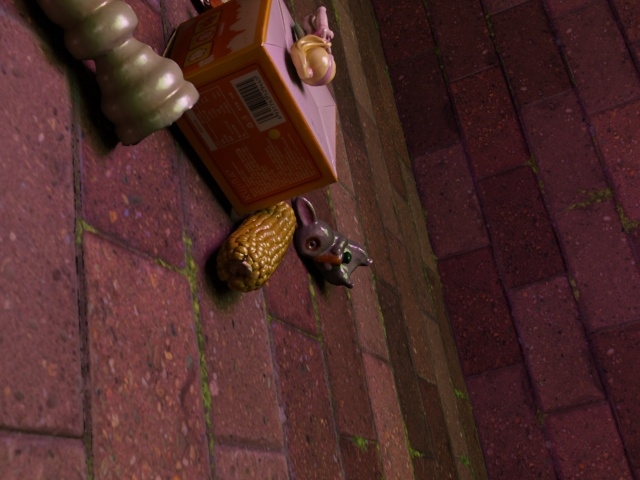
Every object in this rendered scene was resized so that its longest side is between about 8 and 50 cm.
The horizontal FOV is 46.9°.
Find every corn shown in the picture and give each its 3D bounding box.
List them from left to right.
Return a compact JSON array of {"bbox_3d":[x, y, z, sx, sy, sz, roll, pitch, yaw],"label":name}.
[{"bbox_3d":[-0.107,0.009,1.266,0.310,0.101,0.102,-66,135,-71],"label":"corn"}]

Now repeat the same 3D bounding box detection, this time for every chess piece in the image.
[{"bbox_3d":[-0.278,-0.262,0.982,0.243,0.133,0.133,59,21,-24],"label":"chess piece"}]

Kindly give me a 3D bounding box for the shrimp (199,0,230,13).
[{"bbox_3d":[-0.193,-0.451,1.450,0.248,0.068,0.150,44,8,-21],"label":"shrimp"}]

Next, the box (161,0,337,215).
[{"bbox_3d":[-0.117,-0.243,1.290,0.260,0.213,0.284,-91,157,-50],"label":"box"}]

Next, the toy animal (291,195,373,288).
[{"bbox_3d":[-0.001,0.010,1.612,0.236,0.138,0.108,37,74,-24],"label":"toy animal"}]

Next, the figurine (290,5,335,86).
[{"bbox_3d":[-0.015,-0.326,1.228,0.083,0.083,0.187,52,32,-47],"label":"figurine"}]
